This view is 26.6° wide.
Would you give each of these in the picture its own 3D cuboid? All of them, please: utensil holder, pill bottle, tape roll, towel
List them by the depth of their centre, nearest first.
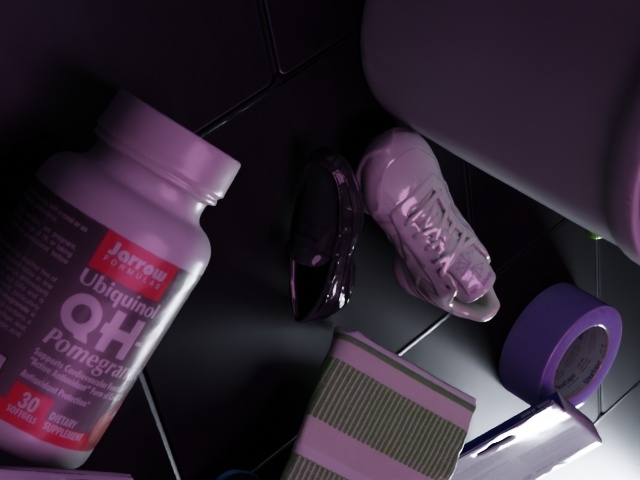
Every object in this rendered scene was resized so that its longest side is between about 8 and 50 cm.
[{"bbox_3d":[-0.209,0.031,1.221,0.176,0.176,0.319,30,92,-52],"label":"pill bottle"},{"bbox_3d":[0.280,-0.191,1.426,0.327,0.385,0.328,-26,132,-33],"label":"utensil holder"},{"bbox_3d":[0.056,0.296,1.654,0.248,0.038,0.325,32,69,-29],"label":"towel"},{"bbox_3d":[0.356,0.163,1.998,0.189,0.080,0.189,-26,132,-32],"label":"tape roll"}]

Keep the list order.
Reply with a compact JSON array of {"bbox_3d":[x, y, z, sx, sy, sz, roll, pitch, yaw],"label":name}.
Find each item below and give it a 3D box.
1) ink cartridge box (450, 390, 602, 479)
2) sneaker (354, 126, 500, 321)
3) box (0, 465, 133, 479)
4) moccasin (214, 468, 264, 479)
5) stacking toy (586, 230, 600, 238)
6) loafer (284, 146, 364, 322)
[{"bbox_3d":[0.274,0.301,1.960,0.223,0.045,0.224,-32,146,13],"label":"ink cartridge box"},{"bbox_3d":[0.139,-0.016,1.584,0.114,0.152,0.305,-45,139,-12],"label":"sneaker"},{"bbox_3d":[-0.334,0.262,1.170,0.231,0.262,0.127,16,67,-52],"label":"box"},{"bbox_3d":[-0.049,0.403,1.698,0.138,0.117,0.342,-46,141,-14],"label":"moccasin"},{"bbox_3d":[0.463,-0.110,1.955,0.221,0.052,0.167,-25,130,-32],"label":"stacking toy"},{"bbox_3d":[0.000,0.000,1.505,0.078,0.076,0.223,-35,141,-37],"label":"loafer"}]
